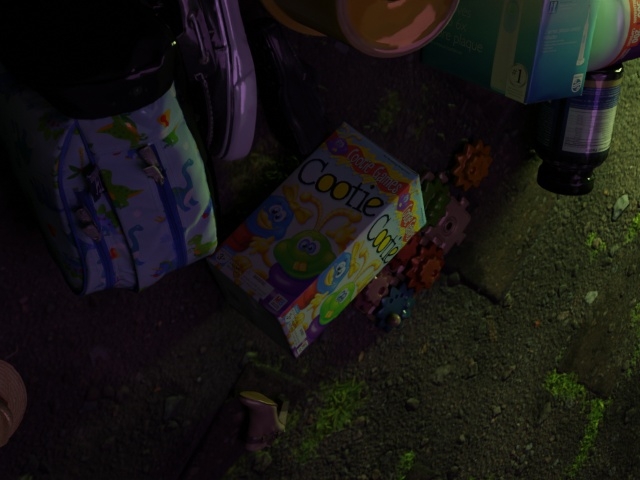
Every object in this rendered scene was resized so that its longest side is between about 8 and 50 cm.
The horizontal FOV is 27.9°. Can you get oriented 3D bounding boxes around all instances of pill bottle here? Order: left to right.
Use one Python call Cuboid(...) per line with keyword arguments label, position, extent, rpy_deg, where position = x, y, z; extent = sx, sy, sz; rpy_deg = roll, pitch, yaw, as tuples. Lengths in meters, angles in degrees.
Cuboid(label="pill bottle", position=(0.413, -0.190, 2.090), extent=(0.123, 0.123, 0.219), rpy_deg=(-15, 122, -37))
Cuboid(label="pill bottle", position=(0.494, -0.378, 2.019), extent=(0.323, 0.181, 0.181), rpy_deg=(-19, 124, -35))

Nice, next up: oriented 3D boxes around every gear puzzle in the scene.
Cuboid(label="gear puzzle", position=(0.177, -0.009, 2.025), extent=(0.339, 0.044, 0.175), rpy_deg=(-54, 137, -6))

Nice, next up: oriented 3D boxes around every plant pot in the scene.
Cuboid(label="plant pot", position=(0.045, -0.342, 1.539), extent=(0.254, 0.239, 0.254), rpy_deg=(-13, 127, -19))

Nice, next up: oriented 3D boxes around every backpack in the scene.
Cuboid(label="backpack", position=(-0.238, -0.106, 1.447), extent=(0.273, 0.290, 0.355), rpy_deg=(-40, 141, -8))

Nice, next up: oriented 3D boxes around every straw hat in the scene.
Cuboid(label="straw hat", position=(-0.412, 0.222, 1.594), extent=(0.144, 0.061, 0.144), rpy_deg=(-21, 125, -34))

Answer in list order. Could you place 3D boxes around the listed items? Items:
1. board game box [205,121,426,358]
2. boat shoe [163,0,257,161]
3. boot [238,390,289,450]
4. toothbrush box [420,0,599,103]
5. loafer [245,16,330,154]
Cuboid(label="board game box", position=(0.000, 0.000, 1.770), extent=(0.275, 0.142, 0.144), rpy_deg=(-46, 155, -14))
Cuboid(label="boat shoe", position=(-0.161, -0.250, 1.549), extent=(0.119, 0.121, 0.335), rpy_deg=(-19, 113, -26))
Cuboid(label="boot", position=(-0.094, 0.273, 1.931), extent=(0.118, 0.042, 0.087), rpy_deg=(16, 102, -46))
Cuboid(label="toothbrush box", position=(0.273, -0.365, 1.798), extent=(0.126, 0.216, 0.295), rpy_deg=(-12, 120, -39))
Cuboid(label="loafer", position=(-0.041, -0.211, 1.698), extent=(0.078, 0.076, 0.223), rpy_deg=(-46, 140, -22))
